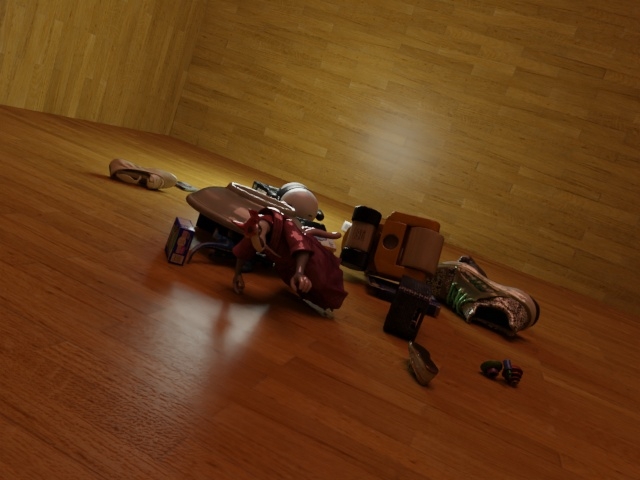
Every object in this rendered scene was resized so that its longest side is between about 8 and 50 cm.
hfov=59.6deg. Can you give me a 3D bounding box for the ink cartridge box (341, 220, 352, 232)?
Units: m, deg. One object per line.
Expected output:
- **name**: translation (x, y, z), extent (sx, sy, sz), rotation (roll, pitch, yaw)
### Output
- **ink cartridge box**: translation (0.218, -0.001, 2.569), extent (0.181, 0.056, 0.224), rotation (26, -6, 35)

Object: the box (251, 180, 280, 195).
- **box**: translation (-0.238, -0.218, 2.720), extent (0.147, 0.078, 0.180), rotation (13, 12, -33)

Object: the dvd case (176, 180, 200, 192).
- **dvd case**: translation (-0.569, -0.227, 2.342), extent (0.119, 0.013, 0.087), rotation (28, 13, 36)

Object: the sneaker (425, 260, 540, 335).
- **sneaker**: translation (0.484, 0.190, 1.805), extent (0.410, 0.158, 0.182), rotation (20, 27, 29)

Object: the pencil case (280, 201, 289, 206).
- **pencil case**: translation (-0.199, -0.084, 1.936), extent (0.206, 0.086, 0.088), rotation (-12, 23, -38)

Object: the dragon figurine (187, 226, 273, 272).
- **dragon figurine**: translation (-0.212, 0.029, 1.463), extent (0.144, 0.085, 0.289), rotation (23, 10, 20)

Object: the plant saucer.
- **plant saucer**: translation (-0.185, -0.082, 1.623), extent (0.400, 0.101, 0.400), rotation (23, 6, -3)

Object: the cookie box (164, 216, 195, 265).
- **cookie box**: translation (-0.343, 0.000, 1.359), extent (0.040, 0.092, 0.107), rotation (18, 9, -23)

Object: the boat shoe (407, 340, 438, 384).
- **boat shoe**: translation (0.204, 0.254, 1.167), extent (0.050, 0.045, 0.135), rotation (28, 11, -9)

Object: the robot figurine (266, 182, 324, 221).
- **robot figurine**: translation (-0.105, -0.148, 2.360), extent (0.209, 0.174, 0.278), rotation (-18, 17, -6)

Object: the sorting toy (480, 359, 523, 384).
- **sorting toy**: translation (0.425, 0.310, 1.297), extent (0.101, 0.061, 0.042), rotation (11, 46, -7)

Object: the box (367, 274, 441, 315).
- **box**: translation (0.249, 0.167, 1.724), extent (0.225, 0.037, 0.136), rotation (19, 10, -2)

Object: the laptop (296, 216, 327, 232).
- **laptop**: translation (-0.104, -0.019, 2.114), extent (0.234, 0.137, 0.264), rotation (13, 37, -27)

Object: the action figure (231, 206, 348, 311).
- **action figure**: translation (-0.057, 0.014, 1.268), extent (0.248, 0.276, 0.370), rotation (6, -26, 33)

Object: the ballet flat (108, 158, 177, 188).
- **ballet flat**: translation (-0.655, -0.230, 2.062), extent (0.248, 0.086, 0.086), rotation (14, 12, -22)

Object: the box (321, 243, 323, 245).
- **box**: translation (-0.097, 0.003, 1.842), extent (0.087, 0.058, 0.232), rotation (-8, 27, -38)

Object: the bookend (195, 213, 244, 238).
- **bookend**: translation (-0.287, -0.054, 1.793), extent (0.157, 0.072, 0.156), rotation (23, 11, 19)

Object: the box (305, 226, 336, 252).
- **box**: translation (0.000, 0.000, 2.026), extent (0.136, 0.028, 0.081), rotation (13, 37, -25)

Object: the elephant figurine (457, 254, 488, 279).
- **elephant figurine**: translation (0.472, 0.148, 2.012), extent (0.239, 0.186, 0.170), rotation (-2, 65, -38)

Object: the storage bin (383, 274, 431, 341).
- **storage bin**: translation (0.224, 0.169, 1.432), extent (0.084, 0.122, 0.180), rotation (21, 10, 7)

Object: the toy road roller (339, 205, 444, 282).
- **toy road roller**: translation (0.229, 0.034, 1.823), extent (0.329, 0.203, 0.240), rotation (14, -14, 18)
